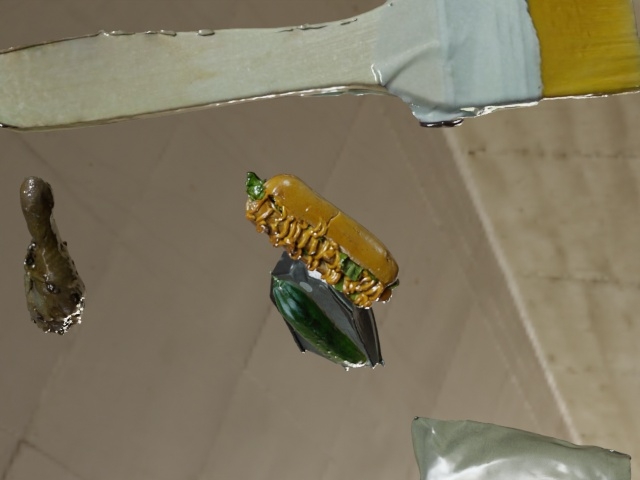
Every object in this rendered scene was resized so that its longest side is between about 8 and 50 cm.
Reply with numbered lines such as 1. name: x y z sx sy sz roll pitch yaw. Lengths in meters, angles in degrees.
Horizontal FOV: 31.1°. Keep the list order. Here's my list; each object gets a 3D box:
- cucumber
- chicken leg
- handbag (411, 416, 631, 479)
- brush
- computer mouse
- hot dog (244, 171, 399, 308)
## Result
1. cucumber: -0.005 0.091 1.226 0.168 0.039 0.039 47 -132 -31
2. chicken leg: -0.306 0.018 1.302 0.085 0.069 0.198 -102 7 -66
3. handbag: 0.215 0.360 1.256 0.109 0.253 0.316 35 -122 -72
4. brush: -0.002 -0.091 0.577 0.020 0.336 0.085 121 143 -79
5. computer mouse: 0.016 0.087 1.496 0.071 0.126 0.231 -58 -41 -33
6. hot dog: 0.000 0.000 1.118 0.188 0.072 0.055 35 -137 -18
